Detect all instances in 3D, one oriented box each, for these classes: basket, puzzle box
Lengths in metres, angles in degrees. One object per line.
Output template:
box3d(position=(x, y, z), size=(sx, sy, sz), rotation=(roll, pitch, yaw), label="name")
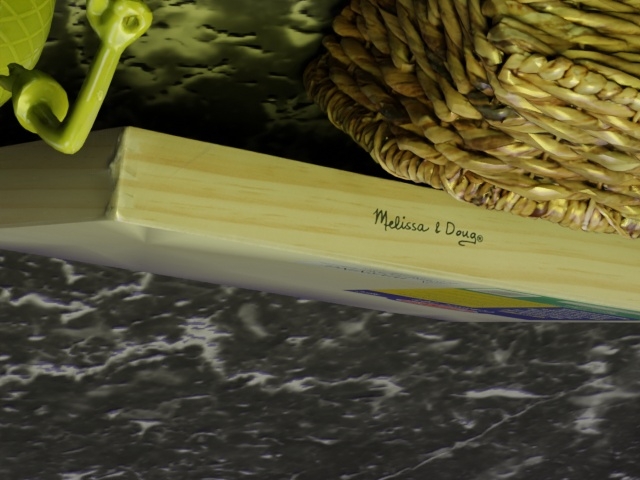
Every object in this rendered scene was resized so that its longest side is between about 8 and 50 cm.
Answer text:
box3d(position=(0.172, -0.072, 1.088), size=(0.299, 0.213, 0.223), rotation=(4, 143, -24), label="basket")
box3d(position=(0.000, 0.000, 1.169), size=(0.409, 0.052, 0.272), rotation=(10, 172, -32), label="puzzle box")

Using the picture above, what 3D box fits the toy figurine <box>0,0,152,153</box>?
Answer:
box3d(position=(-0.032, -0.186, 0.752), size=(0.191, 0.362, 0.217), rotation=(10, 178, 41), label="toy figurine")
